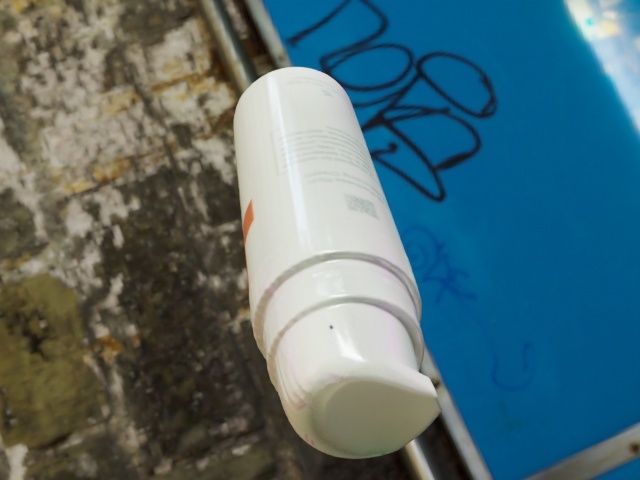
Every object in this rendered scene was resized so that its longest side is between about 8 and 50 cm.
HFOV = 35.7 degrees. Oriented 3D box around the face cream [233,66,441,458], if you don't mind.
[{"bbox_3d":[0.000,0.000,0.641,0.345,0.102,0.102,-101,180,-56],"label":"face cream"}]
